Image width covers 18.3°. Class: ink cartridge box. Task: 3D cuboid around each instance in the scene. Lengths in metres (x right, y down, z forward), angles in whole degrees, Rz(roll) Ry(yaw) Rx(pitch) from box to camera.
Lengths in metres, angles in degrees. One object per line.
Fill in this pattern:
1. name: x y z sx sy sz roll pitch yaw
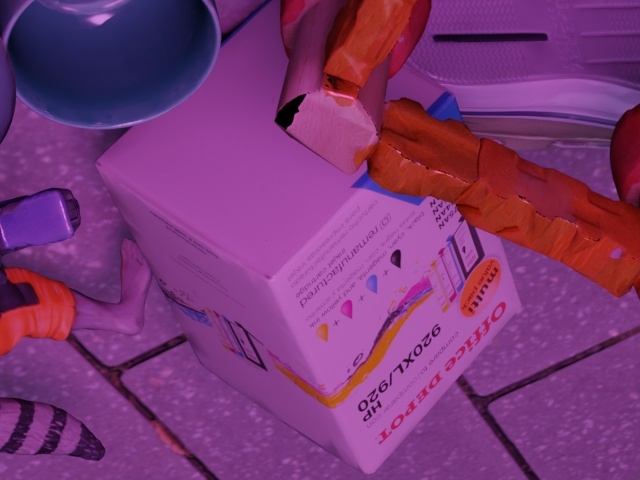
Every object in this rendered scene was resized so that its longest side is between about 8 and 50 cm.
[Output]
1. ink cartridge box: 0.000 0.000 1.293 0.171 0.168 0.233 -46 144 -17

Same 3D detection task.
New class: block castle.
1. block castle: 0.192 -0.198 0.988 0.303 0.213 0.453 24 124 -9

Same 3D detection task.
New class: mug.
1. mug: -0.141 -0.148 1.172 0.157 0.097 0.129 22 126 -36

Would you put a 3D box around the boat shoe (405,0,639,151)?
1. boat shoe: 0.183 -0.112 1.347 0.302 0.109 0.094 3 152 -10

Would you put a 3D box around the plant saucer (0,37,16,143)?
1. plant saucer: -0.334 -0.090 1.130 0.317 0.044 0.317 3 147 2

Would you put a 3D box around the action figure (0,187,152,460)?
1. action figure: -0.239 0.074 1.241 0.341 0.178 0.330 -14 177 35
